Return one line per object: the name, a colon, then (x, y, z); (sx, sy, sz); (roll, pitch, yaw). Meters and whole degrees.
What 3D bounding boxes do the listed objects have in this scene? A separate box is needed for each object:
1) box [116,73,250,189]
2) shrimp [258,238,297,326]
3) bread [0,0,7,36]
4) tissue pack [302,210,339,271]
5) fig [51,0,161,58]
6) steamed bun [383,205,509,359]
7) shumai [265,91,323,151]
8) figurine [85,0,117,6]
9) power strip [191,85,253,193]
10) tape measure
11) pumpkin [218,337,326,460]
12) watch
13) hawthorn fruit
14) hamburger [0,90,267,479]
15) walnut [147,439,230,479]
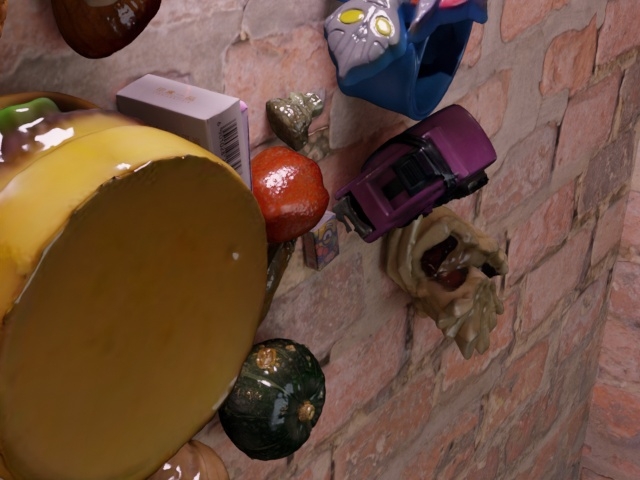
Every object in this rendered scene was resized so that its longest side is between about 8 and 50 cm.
box: (-0.159, -0.074, 1.258); (0.067, 0.149, 0.233); (-38, 136, -38)
shrimp: (-0.077, 0.055, 1.571); (0.101, 0.042, 0.190); (58, 55, -77)
bread: (-0.348, -0.214, 0.839); (0.274, 0.149, 0.274); (-60, 170, -19)
tissue pack: (0.000, 0.000, 1.661); (0.063, 0.035, 0.083); (-42, 140, -39)
fig: (-0.251, -0.259, 1.087); (0.119, 0.153, 0.119); (-157, -90, -79)
steamed bun: (0.266, 0.084, 1.994); (0.428, 0.189, 0.247); (25, 93, -60)
shumai: (-0.030, -0.181, 1.469); (0.080, 0.083, 0.082); (-38, 178, -14)
figurine: (-0.211, -0.405, 0.975); (0.285, 0.167, 0.342); (-17, 78, -56)
power strip: (-0.138, -0.066, 1.335); (0.037, 0.109, 0.279); (-32, 132, -42)
tape measure: (0.168, -0.109, 1.697); (0.231, 0.149, 0.245); (-28, 173, -48)
pumpkin: (-0.072, 0.242, 1.575); (0.190, 0.146, 0.190); (20, 67, -60)
watch: (0.121, -0.293, 1.529); (0.305, 0.241, 0.274); (-56, 160, -23)
hawthorn fruit: (-0.060, -0.057, 1.444); (0.138, 0.133, 0.133); (-32, 133, -34)
hamburger: (-0.260, 0.032, 1.032); (0.396, 0.277, 0.396); (-35, 136, -41)
walnut: (-0.220, 0.363, 1.376); (0.213, 0.213, 0.213); (-34, 134, -45)
